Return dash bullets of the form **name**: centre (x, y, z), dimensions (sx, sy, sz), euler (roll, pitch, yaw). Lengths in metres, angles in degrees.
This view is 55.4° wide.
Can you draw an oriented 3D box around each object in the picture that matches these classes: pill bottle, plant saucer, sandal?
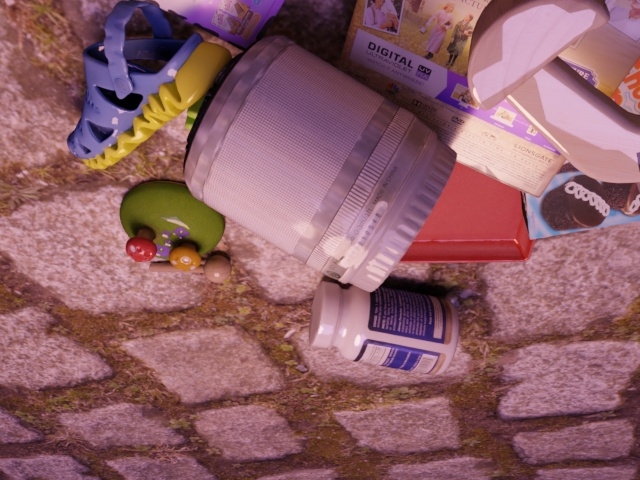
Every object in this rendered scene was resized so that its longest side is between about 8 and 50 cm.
- **pill bottle**: centre (0.118, 0.164, 1.175), dimensions (0.264, 0.153, 0.153), euler (12, 139, -10)
- **plant saucer**: centre (0.225, -0.060, 0.981), dimensions (0.258, 0.048, 0.259), euler (-1, 139, 5)
- **sandal**: centre (-0.250, -0.201, 0.790), dimensions (0.317, 0.126, 0.138), euler (-25, 118, 40)

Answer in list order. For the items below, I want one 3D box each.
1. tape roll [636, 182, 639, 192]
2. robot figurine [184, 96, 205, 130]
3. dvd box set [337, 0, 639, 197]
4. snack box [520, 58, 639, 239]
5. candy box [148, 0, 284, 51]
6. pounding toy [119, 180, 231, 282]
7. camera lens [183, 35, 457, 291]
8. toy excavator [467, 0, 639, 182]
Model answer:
- **tape roll**: centre (0.471, -0.143, 0.739), dimensions (0.072, 0.219, 0.219), euler (27, 162, 46)
- **robot figurine**: centre (-0.131, -0.169, 0.863), dimensions (0.115, 0.067, 0.101), euler (12, 140, -11)
- **dvd box set**: centre (0.198, -0.266, 0.649), dimensions (0.307, 0.062, 0.420), euler (25, 139, 6)
- **snack box**: centre (0.353, -0.156, 0.797), dimensions (0.187, 0.060, 0.322), euler (-11, 126, 13)
- **candy box**: centre (-0.124, -0.327, 0.672), dimensions (0.196, 0.070, 0.165), euler (23, 137, -22)
- **pounding toy**: centre (-0.259, 0.017, 1.062), dimensions (0.183, 0.110, 0.237), euler (-1, 140, 6)
- **camera lens**: centre (-0.007, -0.092, 0.730), dimensions (0.274, 0.219, 0.219), euler (31, 137, 0)
- **toy excavator**: centre (0.402, -0.080, 0.559), dimensions (0.445, 0.222, 0.433), euler (-14, 123, 25)
